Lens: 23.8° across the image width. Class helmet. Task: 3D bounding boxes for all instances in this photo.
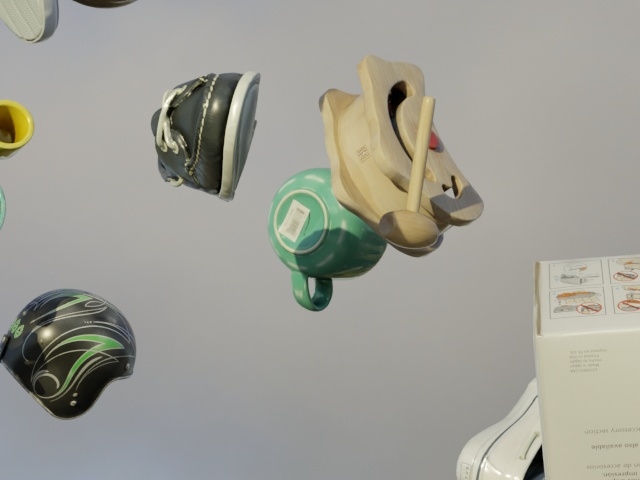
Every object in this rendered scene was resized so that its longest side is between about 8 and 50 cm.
[{"bbox_3d":[-0.337,0.145,2.064,0.161,0.169,0.169,-44,-21,-6],"label":"helmet"}]

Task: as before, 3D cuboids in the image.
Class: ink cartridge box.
[{"bbox_3d":[0.322,0.151,1.134,0.309,0.272,0.130,-3,24,9],"label":"ink cartridge box"}]

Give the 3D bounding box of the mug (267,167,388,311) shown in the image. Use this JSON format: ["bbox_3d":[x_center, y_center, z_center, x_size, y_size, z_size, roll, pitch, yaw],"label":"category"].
[{"bbox_3d":[0.006,-0.007,1.755,0.129,0.158,0.097,-21,-13,31],"label":"mug"}]

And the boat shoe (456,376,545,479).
[{"bbox_3d":[0.220,0.198,1.490,0.075,0.083,0.226,14,31,33],"label":"boat shoe"}]

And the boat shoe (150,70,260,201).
[{"bbox_3d":[-0.108,-0.092,1.360,0.091,0.114,0.302,16,-11,-3],"label":"boat shoe"}]

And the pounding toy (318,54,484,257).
[{"bbox_3d":[0.111,-0.090,1.589,0.154,0.270,0.155,24,-48,-35],"label":"pounding toy"}]

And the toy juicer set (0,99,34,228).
[{"bbox_3d":[-0.495,-0.053,1.882,0.209,0.329,0.089,20,-27,-15],"label":"toy juicer set"}]

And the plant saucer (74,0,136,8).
[{"bbox_3d":[-0.212,-0.366,1.475,0.041,0.278,0.278,-2,-16,34],"label":"plant saucer"}]

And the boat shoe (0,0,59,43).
[{"bbox_3d":[-0.407,-0.415,2.044,0.109,0.302,0.094,-18,2,40],"label":"boat shoe"}]
